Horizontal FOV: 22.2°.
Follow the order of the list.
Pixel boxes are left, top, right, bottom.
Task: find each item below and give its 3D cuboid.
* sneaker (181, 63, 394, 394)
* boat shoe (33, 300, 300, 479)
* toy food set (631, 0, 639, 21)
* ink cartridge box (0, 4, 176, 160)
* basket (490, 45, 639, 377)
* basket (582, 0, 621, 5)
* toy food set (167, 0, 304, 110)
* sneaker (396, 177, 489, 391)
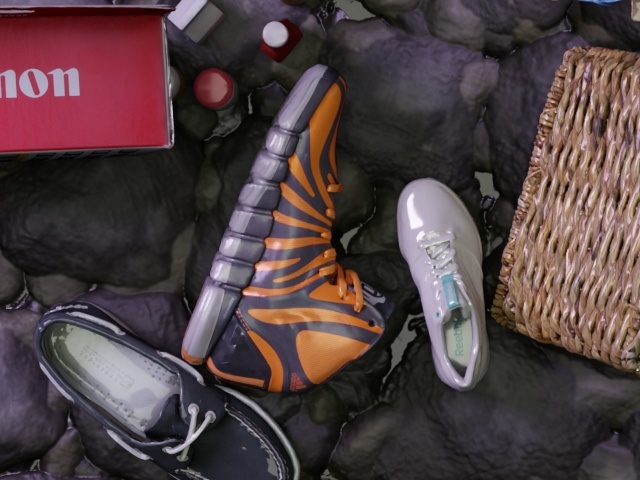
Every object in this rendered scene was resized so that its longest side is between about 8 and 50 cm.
[{"bbox_3d":[0.000,0.000,1.586,0.180,0.124,0.321,21,100,-4],"label":"sneaker"},{"bbox_3d":[-0.156,0.169,1.602,0.302,0.091,0.114,31,93,2],"label":"boat shoe"},{"bbox_3d":[0.399,-0.274,1.581,0.192,0.038,0.132,-2,92,3],"label":"toy food set"},{"bbox_3d":[-0.299,-0.136,1.467,0.309,0.272,0.130,-4,92,-16],"label":"ink cartridge box"},{"bbox_3d":[0.336,-0.021,1.567,0.213,0.223,0.299,12,93,-30],"label":"basket"},{"bbox_3d":[0.220,-0.326,1.464,0.255,0.289,0.201,25,91,5],"label":"basket"},{"bbox_3d":[-0.082,-0.214,1.577,0.111,0.104,0.232,42,94,1],"label":"toy food set"},{"bbox_3d":[0.125,0.042,1.580,0.080,0.094,0.212,-14,91,5],"label":"sneaker"}]
